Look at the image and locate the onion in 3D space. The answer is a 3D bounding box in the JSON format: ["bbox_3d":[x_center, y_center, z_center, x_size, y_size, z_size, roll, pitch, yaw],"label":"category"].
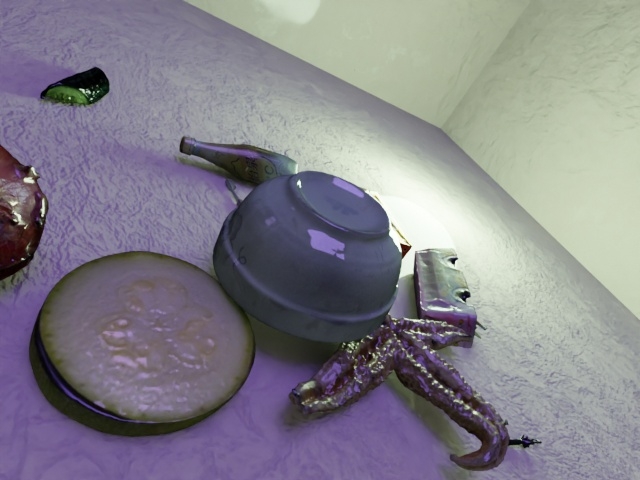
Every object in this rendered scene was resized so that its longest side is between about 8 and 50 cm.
[{"bbox_3d":[-0.407,-0.030,0.458,0.147,0.184,0.184,-7,25,15],"label":"onion"}]

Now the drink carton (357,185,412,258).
[{"bbox_3d":[0.134,-0.044,1.077,0.096,0.071,0.223,13,35,-32],"label":"drink carton"}]

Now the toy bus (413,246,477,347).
[{"bbox_3d":[0.264,0.114,0.924,0.112,0.090,0.274,3,27,7],"label":"toy bus"}]

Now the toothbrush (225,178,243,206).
[{"bbox_3d":[-0.159,-0.068,0.881,0.017,0.014,0.194,5,39,-41],"label":"toothbrush"}]

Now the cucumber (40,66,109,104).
[{"bbox_3d":[-0.509,-0.329,0.913,0.070,0.046,0.220,31,27,-20],"label":"cucumber"}]

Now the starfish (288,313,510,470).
[{"bbox_3d":[0.075,0.176,0.669,0.432,0.082,0.324,24,32,-8],"label":"starfish"}]

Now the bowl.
[{"bbox_3d":[0.000,0.000,0.674,0.307,0.163,0.307,20,31,-13],"label":"bowl"}]

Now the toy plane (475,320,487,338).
[{"bbox_3d":[0.324,0.174,0.959,0.102,0.040,0.111,22,29,-22],"label":"toy plane"}]

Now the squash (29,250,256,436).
[{"bbox_3d":[-0.207,0.118,0.522,0.252,0.049,0.252,25,32,-17],"label":"squash"}]

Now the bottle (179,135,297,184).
[{"bbox_3d":[-0.181,-0.182,0.963,0.270,0.083,0.083,12,35,-32],"label":"bottle"}]

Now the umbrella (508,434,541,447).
[{"bbox_3d":[0.334,0.346,0.727,0.149,0.022,0.022,13,-8,-31],"label":"umbrella"}]
